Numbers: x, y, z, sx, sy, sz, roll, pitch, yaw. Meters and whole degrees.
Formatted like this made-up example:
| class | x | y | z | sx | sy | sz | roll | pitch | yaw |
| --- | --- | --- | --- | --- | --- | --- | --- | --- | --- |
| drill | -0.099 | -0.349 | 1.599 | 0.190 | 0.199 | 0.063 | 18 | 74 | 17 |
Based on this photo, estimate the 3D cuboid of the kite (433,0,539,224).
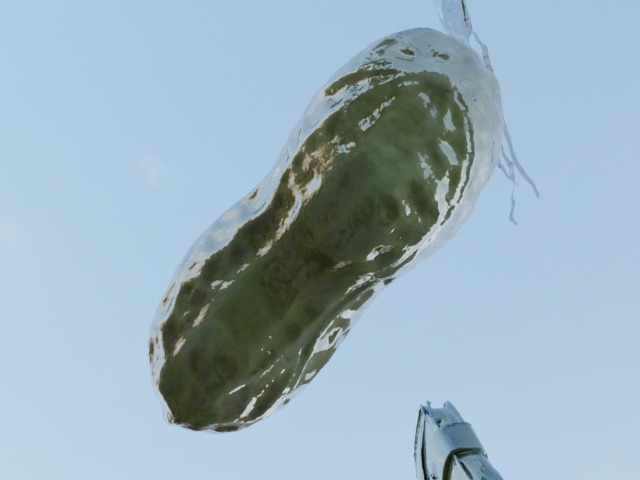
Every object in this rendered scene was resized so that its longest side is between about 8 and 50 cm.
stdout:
| class | x | y | z | sx | sy | sz | roll | pitch | yaw |
| --- | --- | --- | --- | --- | --- | --- | --- | --- | --- |
| kite | 0.117 | -0.170 | 1.002 | 0.015 | 0.169 | 0.310 | -19 | -104 | -1 |

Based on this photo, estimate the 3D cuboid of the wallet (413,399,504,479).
| class | x | y | z | sx | sy | sz | roll | pitch | yaw |
| --- | --- | --- | --- | --- | --- | --- | --- | --- | --- |
| wallet | 0.102 | 0.191 | 0.885 | 0.039 | 0.155 | 0.110 | -9 | -72 | -8 |

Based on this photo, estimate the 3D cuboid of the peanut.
| class | x | y | z | sx | sy | sz | roll | pitch | yaw |
| --- | --- | --- | --- | --- | --- | --- | --- | --- | --- |
| peanut | 0.000 | 0.000 | 0.748 | 0.120 | 0.136 | 0.298 | 40 | -82 | -5 |
